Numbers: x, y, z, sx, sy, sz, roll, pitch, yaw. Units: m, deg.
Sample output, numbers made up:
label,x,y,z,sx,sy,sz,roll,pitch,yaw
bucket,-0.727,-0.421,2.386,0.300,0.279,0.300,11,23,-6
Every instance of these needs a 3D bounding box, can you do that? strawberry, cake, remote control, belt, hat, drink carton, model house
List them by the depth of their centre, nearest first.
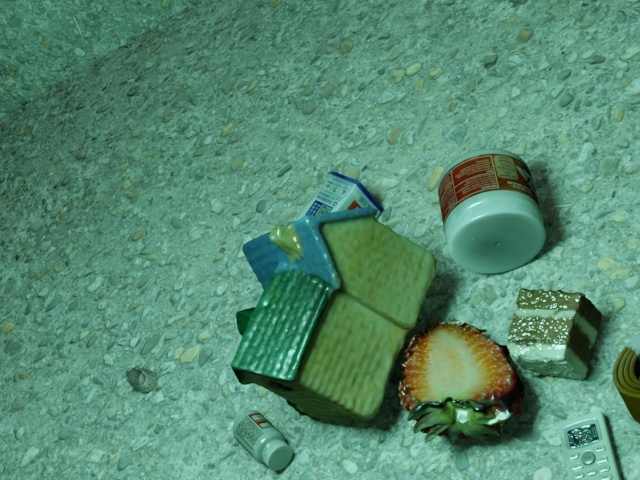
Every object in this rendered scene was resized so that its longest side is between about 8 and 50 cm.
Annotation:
label,x,y,z,sx,sy,sz,roll,pitch,yaw
belt,0.616,0.200,1.538,0.261,0.105,0.184,-39,26,-4
remote control,0.468,0.390,1.590,0.087,0.029,0.190,-22,46,23
cake,0.436,0.177,1.720,0.135,0.134,0.147,-1,66,38
strawberry,0.276,0.277,1.785,0.233,0.138,0.306,-8,24,12
model house,-0.021,0.139,1.881,0.334,0.342,0.382,-19,45,57
drink carton,0.000,0.000,2.201,0.106,0.130,0.315,26,76,48
hat,-0.455,0.355,2.343,0.087,0.042,0.058,20,70,9

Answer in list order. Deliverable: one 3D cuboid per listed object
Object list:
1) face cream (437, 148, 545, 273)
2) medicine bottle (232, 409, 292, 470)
label,x,y,z,sx,sy,sz,roll,pitch,yaw
face cream,0.353,-0.062,1.920,0.201,0.201,0.187,-23,46,22
medicine bottle,-0.124,0.431,1.983,0.079,0.079,0.140,-50,41,-7
